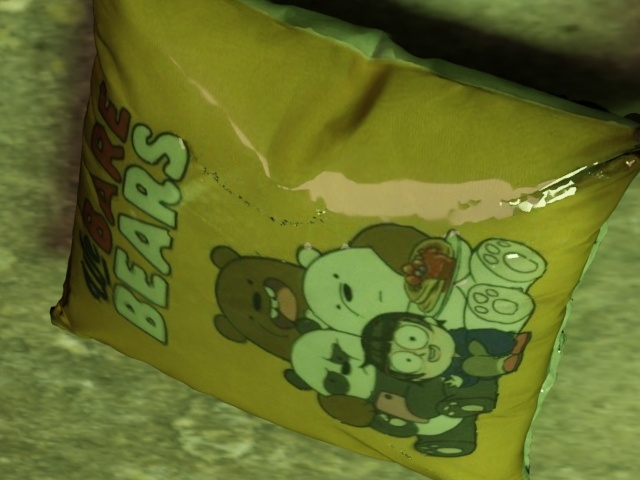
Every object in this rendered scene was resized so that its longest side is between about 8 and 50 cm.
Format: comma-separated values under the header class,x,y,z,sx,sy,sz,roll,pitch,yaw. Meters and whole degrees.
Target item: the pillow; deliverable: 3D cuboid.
class,x,y,z,sx,sy,sz,roll,pitch,yaw
pillow,0.000,0.000,0.974,0.312,0.119,0.310,22,139,9
